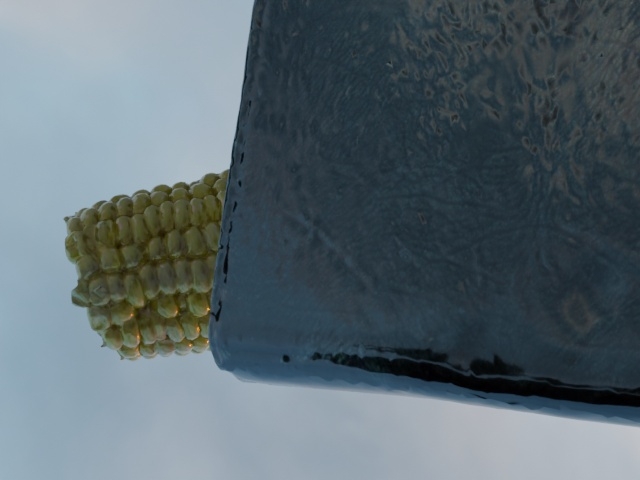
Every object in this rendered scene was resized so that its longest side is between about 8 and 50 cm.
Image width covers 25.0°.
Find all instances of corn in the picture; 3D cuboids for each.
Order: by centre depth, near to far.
[{"bbox_3d":[0.000,0.000,0.711,0.244,0.093,0.093,-8,-140,-3],"label":"corn"}]

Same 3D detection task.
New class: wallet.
[{"bbox_3d":[0.090,-0.030,0.405,0.045,0.318,0.173,13,-99,-44],"label":"wallet"}]
